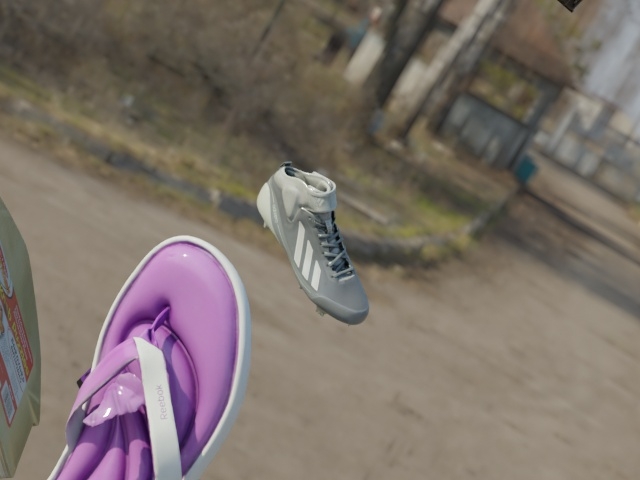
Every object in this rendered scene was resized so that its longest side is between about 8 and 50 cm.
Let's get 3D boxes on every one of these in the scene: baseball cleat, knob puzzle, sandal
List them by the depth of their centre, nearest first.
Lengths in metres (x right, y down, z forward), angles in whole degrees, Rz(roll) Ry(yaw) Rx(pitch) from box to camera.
[{"bbox_3d":[-0.233,0.047,1.147,0.030,0.213,0.213,-10,7,4],"label":"knob puzzle"},{"bbox_3d":[-0.191,0.196,1.618,0.169,0.416,0.102,25,6,19],"label":"sandal"},{"bbox_3d":[0.000,0.000,1.920,0.072,0.109,0.206,-24,70,-44],"label":"baseball cleat"}]

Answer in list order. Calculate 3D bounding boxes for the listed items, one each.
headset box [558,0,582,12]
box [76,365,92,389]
[{"bbox_3d":[0.194,-0.378,1.408,0.283,0.131,0.246,39,-27,-1],"label":"headset box"},{"bbox_3d":[-0.203,0.163,1.844,0.029,0.162,0.116,5,51,-49],"label":"box"}]
